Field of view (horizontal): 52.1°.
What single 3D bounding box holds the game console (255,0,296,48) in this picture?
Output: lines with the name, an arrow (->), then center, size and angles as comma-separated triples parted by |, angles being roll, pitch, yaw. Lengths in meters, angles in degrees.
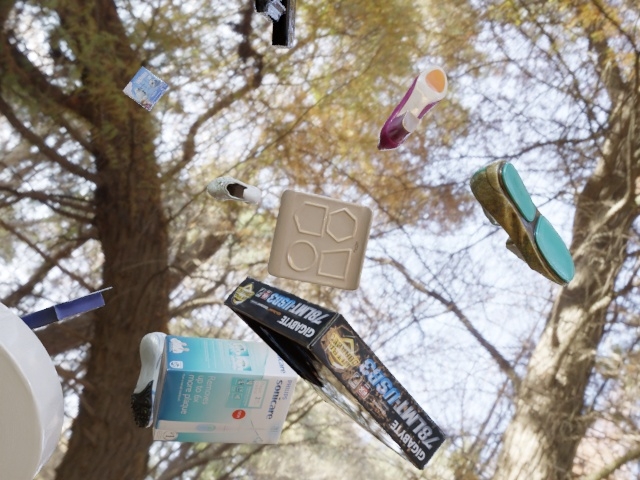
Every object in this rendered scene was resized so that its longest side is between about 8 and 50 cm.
game console -> -0.088, -0.514, 1.344 | 0.043, 0.361, 0.213 | 4, -78, 4

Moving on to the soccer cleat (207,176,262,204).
soccer cleat -> -0.238, -0.136, 1.731 | 0.196, 0.068, 0.076 | 14, -4, 37

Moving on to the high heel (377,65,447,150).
high heel -> 0.210, -0.305, 1.512 | 0.082, 0.244, 0.117 | 36, -31, -16

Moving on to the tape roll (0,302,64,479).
tape roll -> -0.587, 0.241, 0.992 | 0.391, 0.072, 0.392 | 2, -71, 6

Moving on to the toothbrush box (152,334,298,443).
toothbrush box -> -0.223, 0.347, 1.510 | 0.295, 0.126, 0.216 | 8, -62, -19

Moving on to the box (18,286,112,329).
box -> -0.547, 0.151, 1.344 | 0.225, 0.136, 0.037 | -19, -90, 22

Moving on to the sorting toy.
sorting toy -> 0.000, 0.000, 1.441 | 0.208, 0.193, 0.038 | 12, 0, -12

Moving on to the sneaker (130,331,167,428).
sneaker -> -0.413, 0.348, 1.631 | 0.085, 0.086, 0.237 | 6, -94, 37

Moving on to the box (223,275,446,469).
box -> 0.015, 0.195, 1.018 | 0.295, 0.073, 0.293 | 50, -19, -26

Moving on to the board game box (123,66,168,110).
board game box -> -0.490, -0.425, 1.838 | 0.090, 0.090, 0.020 | 35, -8, 1

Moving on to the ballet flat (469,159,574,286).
ballet flat -> 0.450, -0.032, 1.481 | 0.123, 0.123, 0.348 | -15, -59, 47
